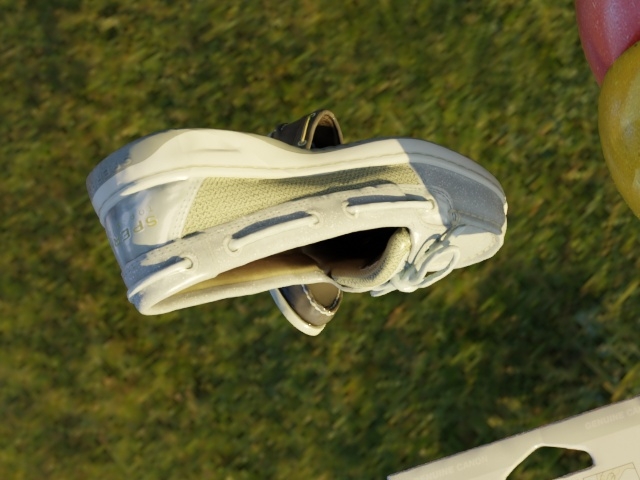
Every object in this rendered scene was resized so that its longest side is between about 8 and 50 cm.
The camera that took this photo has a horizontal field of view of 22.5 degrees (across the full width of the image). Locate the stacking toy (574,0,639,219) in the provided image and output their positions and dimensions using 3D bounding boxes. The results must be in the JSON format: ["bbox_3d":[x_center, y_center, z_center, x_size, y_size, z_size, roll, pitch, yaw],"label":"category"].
[{"bbox_3d":[0.282,-0.099,1.039,0.350,0.480,0.350,12,156,5],"label":"stacking toy"}]

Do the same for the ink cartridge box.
[{"bbox_3d":[0.215,0.276,1.346,0.060,0.275,0.239,100,152,-66],"label":"ink cartridge box"}]

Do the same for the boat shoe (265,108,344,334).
[{"bbox_3d":[-0.008,-0.023,1.412,0.068,0.228,0.081,-33,134,28],"label":"boat shoe"}]

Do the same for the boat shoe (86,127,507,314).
[{"bbox_3d":[0.001,-0.001,1.018,0.118,0.320,0.103,-34,63,39],"label":"boat shoe"}]
